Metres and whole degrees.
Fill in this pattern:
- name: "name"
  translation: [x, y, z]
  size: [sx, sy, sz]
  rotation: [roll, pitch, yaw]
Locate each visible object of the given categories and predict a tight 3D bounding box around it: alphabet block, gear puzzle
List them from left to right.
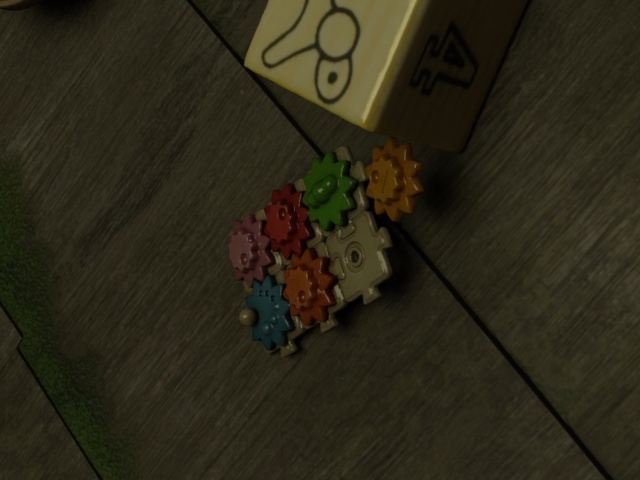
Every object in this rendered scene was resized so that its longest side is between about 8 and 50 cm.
- name: "gear puzzle"
  translation: [0.000, 0.000, 1.489]
  size: [0.339, 0.044, 0.175]
  rotation: [-36, 66, 44]
- name: "alphabet block"
  translation: [0.071, -0.224, 1.417]
  size: [0.192, 0.193, 0.197]
  rotation: [33, 105, 35]

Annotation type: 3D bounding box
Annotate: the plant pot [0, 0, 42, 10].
- name: "plant pot"
  translation: [-0.373, -0.415, 1.808]
  size: [0.237, 0.110, 0.237]
  rotation: [-3, 85, 35]
